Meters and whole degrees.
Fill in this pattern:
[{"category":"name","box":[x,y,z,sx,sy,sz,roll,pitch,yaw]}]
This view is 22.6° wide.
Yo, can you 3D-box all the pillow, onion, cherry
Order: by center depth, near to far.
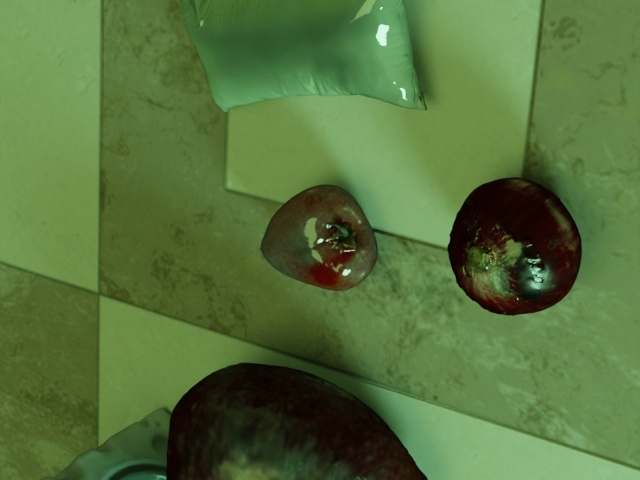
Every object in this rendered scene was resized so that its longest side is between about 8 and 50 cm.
[{"category":"onion","box":[0.177,0.005,1.446,0.131,0.131,0.131,11,112,30]},{"category":"pillow","box":[-0.015,-0.187,1.528,0.254,0.078,0.144,1,117,33]},{"category":"cherry","box":[0.001,-0.006,1.574,0.126,0.087,0.106,20,125,46]},{"category":"cherry","box":[-0.038,0.241,1.618,0.300,0.203,0.230,3,103,17]}]

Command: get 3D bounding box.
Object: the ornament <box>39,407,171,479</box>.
[{"category":"ornament","box":[-0.212,0.377,1.750,0.239,0.240,0.240,43,125,14]}]
